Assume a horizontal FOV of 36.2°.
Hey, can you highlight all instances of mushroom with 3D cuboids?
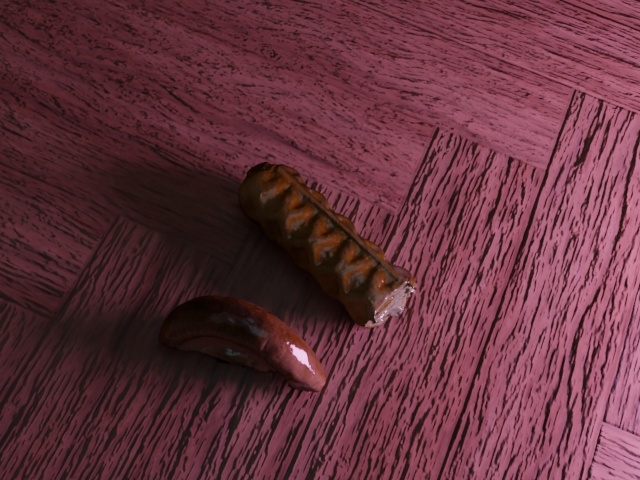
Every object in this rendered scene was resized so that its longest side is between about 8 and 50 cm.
[{"bbox_3d":[-0.088,0.115,1.166,0.210,0.094,0.072,16,63,6],"label":"mushroom"}]

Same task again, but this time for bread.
[{"bbox_3d":[0.001,-0.001,1.243,0.098,0.087,0.269,-40,72,-22],"label":"bread"}]
